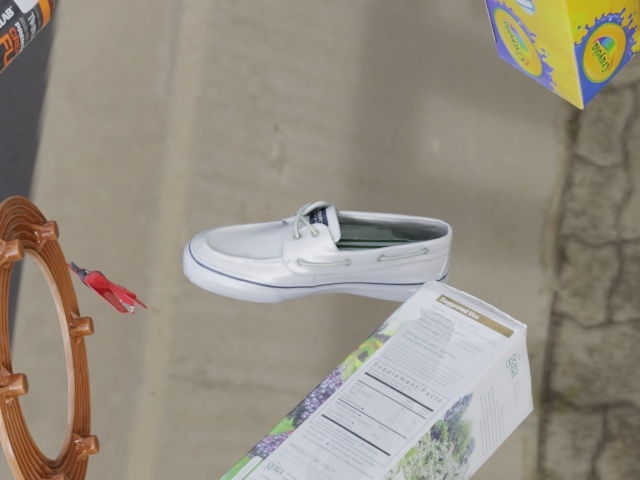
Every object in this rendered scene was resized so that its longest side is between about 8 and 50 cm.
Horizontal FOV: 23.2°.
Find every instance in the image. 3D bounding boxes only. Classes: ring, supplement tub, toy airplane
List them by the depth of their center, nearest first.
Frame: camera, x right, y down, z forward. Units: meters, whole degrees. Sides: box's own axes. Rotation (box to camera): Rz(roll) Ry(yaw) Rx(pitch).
[{"bbox_3d":[-0.331,-0.219,1.517,0.106,0.106,0.198,5,49,43],"label":"supplement tub"},{"bbox_3d":[-0.282,0.118,1.620,0.032,0.336,0.336,-9,74,7],"label":"ring"},{"bbox_3d":[-0.300,0.069,2.220,0.151,0.151,0.028,36,88,40],"label":"toy airplane"}]

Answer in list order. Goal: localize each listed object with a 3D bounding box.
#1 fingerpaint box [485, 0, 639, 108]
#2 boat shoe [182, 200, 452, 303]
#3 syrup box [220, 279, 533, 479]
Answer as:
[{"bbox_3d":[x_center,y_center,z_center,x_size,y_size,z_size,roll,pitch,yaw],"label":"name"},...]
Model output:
[{"bbox_3d":[0.358,-0.435,1.879,0.371,0.445,0.163,-45,59,-12],"label":"fingerpaint box"},{"bbox_3d":[0.000,0.000,1.302,0.083,0.226,0.075,-104,20,-48],"label":"boat shoe"},{"bbox_3d":[0.047,0.144,1.120,0.096,0.237,0.093,26,144,33],"label":"syrup box"}]
